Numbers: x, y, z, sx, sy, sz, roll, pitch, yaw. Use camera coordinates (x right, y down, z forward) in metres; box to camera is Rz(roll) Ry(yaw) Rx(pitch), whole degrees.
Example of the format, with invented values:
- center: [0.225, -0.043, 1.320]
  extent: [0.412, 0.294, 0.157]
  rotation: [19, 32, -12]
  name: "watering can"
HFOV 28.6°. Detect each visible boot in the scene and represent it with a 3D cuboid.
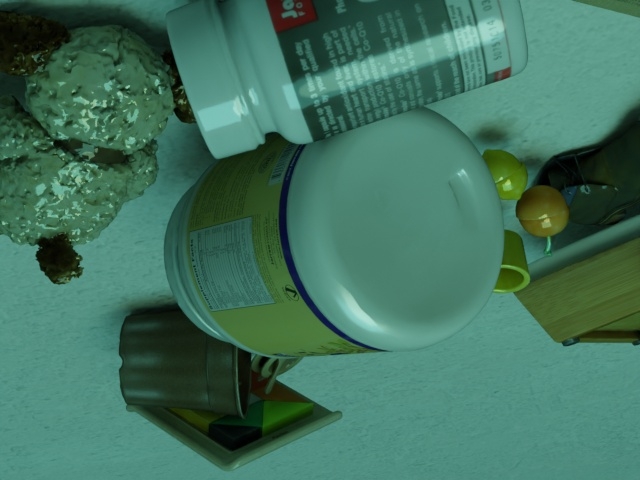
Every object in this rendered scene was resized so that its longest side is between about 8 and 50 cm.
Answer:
- center: [0.324, -0.073, 1.483]
  extent: [0.106, 0.082, 0.219]
  rotation: [-6, 154, -10]
  name: "boot"

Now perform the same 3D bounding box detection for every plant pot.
- center: [-0.185, 0.164, 1.724]
  extent: [0.165, 0.167, 0.167]
  rotation: [-2, 152, 3]
  name: "plant pot"

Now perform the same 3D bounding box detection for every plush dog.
- center: [-0.233, -0.105, 1.193]
  extent: [0.262, 0.210, 0.225]
  rotation: [11, 123, -32]
  name: "plush dog"

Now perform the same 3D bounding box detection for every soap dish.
- center: [0.426, 0.056, 1.654]
  extent: [0.229, 0.118, 0.291]
  rotation: [-27, 160, 34]
  name: "soap dish"

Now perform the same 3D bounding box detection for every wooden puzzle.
- center: [-0.123, 0.238, 1.793]
  extent: [0.239, 0.044, 0.221]
  rotation: [20, -154, 39]
  name: "wooden puzzle"

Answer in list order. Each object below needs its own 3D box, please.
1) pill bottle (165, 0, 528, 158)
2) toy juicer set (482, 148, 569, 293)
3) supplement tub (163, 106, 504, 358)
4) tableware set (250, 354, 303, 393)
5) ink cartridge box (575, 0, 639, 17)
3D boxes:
- center: [0.021, -0.178, 1.084]
  extent: [0.283, 0.161, 0.161]
  rotation: [-18, 152, 2]
  name: "pill bottle"
- center: [0.138, -0.033, 1.454]
  extent: [0.329, 0.089, 0.209]
  rotation: [18, 146, -19]
  name: "toy juicer set"
- center: [0.000, 0.000, 1.292]
  extent: [0.241, 0.241, 0.331]
  rotation: [10, 168, -31]
  name: "supplement tub"
- center: [-0.007, 0.143, 1.774]
  extent: [0.194, 0.039, 0.128]
  rotation: [-29, 154, -9]
  name: "tableware set"
- center: [0.317, -0.281, 1.080]
  extent: [0.235, 0.088, 0.193]
  rotation: [8, 147, -27]
  name: "ink cartridge box"
